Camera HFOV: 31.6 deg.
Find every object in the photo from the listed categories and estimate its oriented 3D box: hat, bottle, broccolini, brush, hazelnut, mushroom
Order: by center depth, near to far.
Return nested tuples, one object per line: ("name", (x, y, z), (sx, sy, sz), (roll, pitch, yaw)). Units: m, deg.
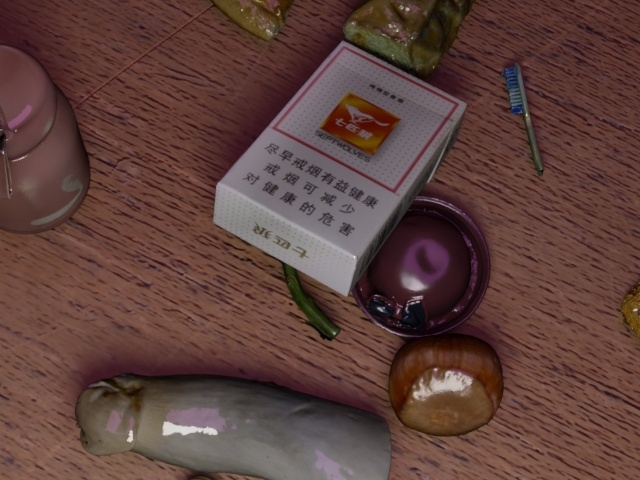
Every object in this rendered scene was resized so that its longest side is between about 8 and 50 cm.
("mushroom", (-0.105, 0.244, 1.410), (0.397, 0.177, 0.126), (14, 114, 4))
("bottle", (-0.391, -0.116, 1.435), (0.173, 0.297, 0.206), (3, 70, -6))
("hazelnut", (0.164, 0.178, 1.472), (0.150, 0.150, 0.150), (2, 71, -5))
("hat", (0.137, 0.031, 1.542), (0.205, 0.089, 0.205), (1, 72, -4))
("broccolini", (0.001, 0.008, 1.552), (0.123, 0.062, 0.272), (-18, 67, 5))
("brush", (0.297, -0.178, 1.658), (0.030, 0.033, 0.179), (-8, 72, -1))

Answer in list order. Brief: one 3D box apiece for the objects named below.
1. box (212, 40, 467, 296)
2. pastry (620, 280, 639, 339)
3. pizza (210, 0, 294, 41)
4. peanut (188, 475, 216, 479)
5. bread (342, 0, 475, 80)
("box", (0.033, -0.107, 1.524), (0.210, 0.095, 0.330), (29, 56, 12))
("pastry", (0.473, 0.123, 1.558), (0.140, 0.056, 0.080), (44, 62, 12))
("pizza", (-0.135, -0.452, 1.691), (0.257, 0.087, 0.268), (21, 73, 5))
("peanut", (-0.133, 0.386, 1.402), (0.082, 0.082, 0.187), (-20, 75, -12))
("bread", (0.152, -0.362, 1.658), (0.152, 0.130, 0.268), (45, 67, -32))
